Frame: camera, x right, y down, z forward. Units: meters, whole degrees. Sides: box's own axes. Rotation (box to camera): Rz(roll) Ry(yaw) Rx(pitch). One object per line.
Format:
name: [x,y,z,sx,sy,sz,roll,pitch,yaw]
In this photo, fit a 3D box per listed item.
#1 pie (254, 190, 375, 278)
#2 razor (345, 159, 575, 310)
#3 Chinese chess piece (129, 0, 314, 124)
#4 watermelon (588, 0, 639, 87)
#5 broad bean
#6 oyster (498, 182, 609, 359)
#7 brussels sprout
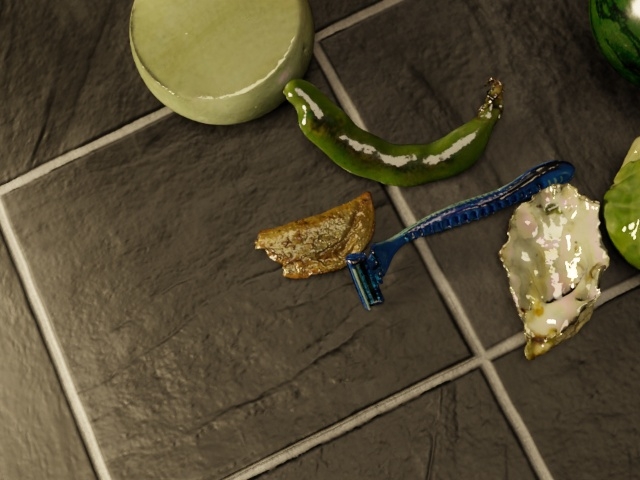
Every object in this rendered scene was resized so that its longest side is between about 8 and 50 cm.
pie: [0.000,0.000,0.999,0.170,0.034,0.092,-17,75,-5]
razor: [0.179,-0.028,0.982,0.324,0.093,0.056,-29,42,-5]
Chinese chess piece: [-0.133,-0.281,1.035,0.251,0.101,0.250,-1,78,5]
watermelon: [0.452,-0.295,0.919,0.243,0.242,0.242,-1,78,5]
broad bean: [0.096,-0.142,0.997,0.292,0.049,0.143,0,98,-1]
oyster: [0.298,0.034,0.947,0.133,0.072,0.208,-15,67,16]
brussels sprout: [0.436,-0.043,0.919,0.162,0.144,0.180,11,91,42]
